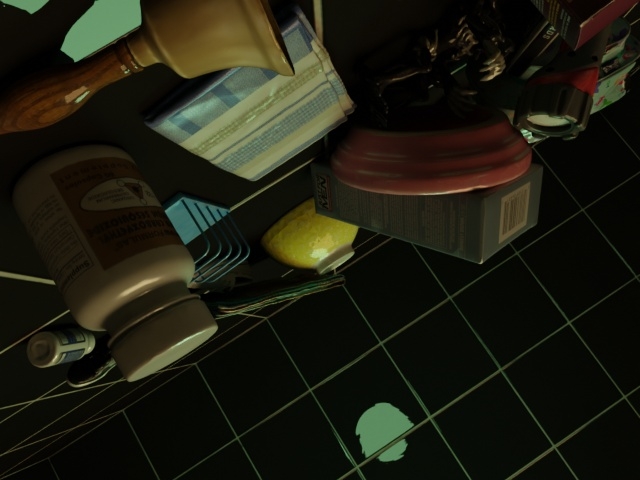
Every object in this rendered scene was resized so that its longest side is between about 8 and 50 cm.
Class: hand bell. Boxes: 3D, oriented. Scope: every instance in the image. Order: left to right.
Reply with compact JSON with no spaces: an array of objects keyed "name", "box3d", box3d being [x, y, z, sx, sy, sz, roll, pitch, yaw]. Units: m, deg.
[{"name":"hand bell","box3d":[-0.155,-0.140,0.360,0.242,0.126,0.126,-21,171,8]}]

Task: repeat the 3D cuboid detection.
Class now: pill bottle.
[{"name":"pill bottle","box3d":[-0.504,0.207,0.914,0.067,0.067,0.120,-34,169,5]},{"name":"pill bottle","box3d":[-0.212,0.024,0.497,0.131,0.229,0.131,-33,170,-7]}]

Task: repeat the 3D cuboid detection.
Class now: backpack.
[{"name":"backpack","box3d":[0.399,-0.310,0.836,0.254,0.225,0.191,-33,148,11]}]

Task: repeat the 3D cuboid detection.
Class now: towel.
[{"name":"towel","box3d":[-0.155,0.133,1.236,0.371,0.040,0.272,-11,-175,-33]},{"name":"towel","box3d":[-0.068,-0.167,0.604,0.209,0.034,0.285,-33,168,10]}]

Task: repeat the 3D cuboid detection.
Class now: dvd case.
[{"name":"dvd case","box3d":[0.331,-0.363,0.617,0.238,0.030,0.179,122,-14,-67]}]

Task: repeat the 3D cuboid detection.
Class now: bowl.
[{"name":"bowl","box3d":[0.000,0.000,1.233,0.290,0.156,0.289,-31,170,-6]}]

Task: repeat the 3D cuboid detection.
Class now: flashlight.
[{"name":"flashlight","box3d":[0.371,-0.306,0.684,0.103,0.303,0.103,19,175,-44]}]

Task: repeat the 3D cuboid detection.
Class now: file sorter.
[{"name":"file sorter","box3d":[-0.210,0.006,0.773,0.118,0.104,0.170,-36,169,9]}]

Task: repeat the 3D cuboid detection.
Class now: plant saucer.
[{"name":"plant saucer","box3d":[0.180,-0.169,0.790,0.333,0.084,0.332,-5,-155,2]}]

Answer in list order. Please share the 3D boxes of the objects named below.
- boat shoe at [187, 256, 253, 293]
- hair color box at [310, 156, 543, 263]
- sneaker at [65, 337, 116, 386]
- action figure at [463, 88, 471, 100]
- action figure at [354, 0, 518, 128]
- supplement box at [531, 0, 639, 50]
[{"name":"boat shoe","box3d":[-0.240,0.091,1.148,0.083,0.075,0.226,-40,168,29]},{"name":"hair color box","box3d":[0.175,-0.089,0.852,0.186,0.113,0.375,-25,-149,-36]},{"name":"sneaker","box3d":[-0.517,0.264,1.144,0.217,0.079,0.121,-35,170,-45]},{"name":"action figure","box3d":[0.285,-0.263,1.131,0.137,0.063,0.232,-29,165,-33]},{"name":"action figure","box3d":[0.196,-0.260,0.683,0.276,0.140,0.164,-30,165,0]},{"name":"supplement box","box3d":[0.248,-0.307,0.470,0.104,0.188,0.081,-37,169,21]}]
